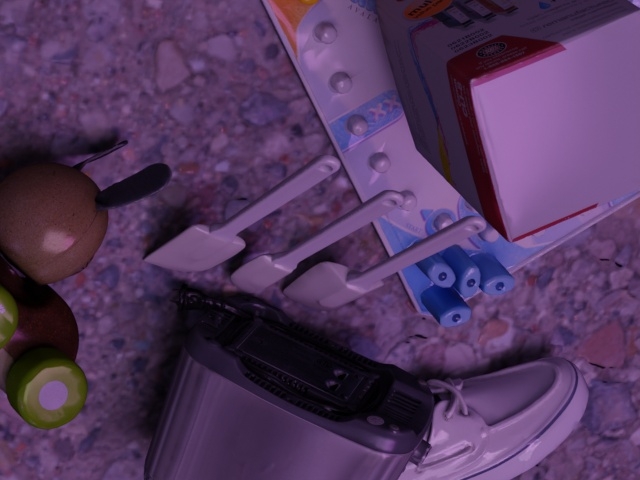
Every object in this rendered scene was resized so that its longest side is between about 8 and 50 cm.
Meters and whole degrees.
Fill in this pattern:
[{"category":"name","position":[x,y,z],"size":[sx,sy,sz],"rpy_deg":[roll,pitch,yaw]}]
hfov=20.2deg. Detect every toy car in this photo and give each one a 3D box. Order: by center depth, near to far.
[{"category":"toy car","position":[-0.185,0.007,1.237],"size":[0.188,0.155,0.149],"rpy_deg":[-45,124,-10]}]

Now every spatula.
[{"category":"spatula","position":[0.000,0.000,1.281],"size":[0.168,0.019,0.242],"rpy_deg":[21,152,-25]}]

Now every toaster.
[{"category":"toaster","position":[-0.036,0.145,1.349],"size":[0.227,0.129,0.146],"rpy_deg":[25,112,7]}]

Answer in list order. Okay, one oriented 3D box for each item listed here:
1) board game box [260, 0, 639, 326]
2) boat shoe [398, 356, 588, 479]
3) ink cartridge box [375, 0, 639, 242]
[{"category":"board game box","position":[0.179,-0.168,1.338],"size":[0.390,0.050,0.390],"rpy_deg":[-30,123,-4]},{"category":"boat shoe","position":[0.095,0.157,1.450],"size":[0.258,0.095,0.084],"rpy_deg":[-31,128,-6]},{"category":"ink cartridge box","position":[0.135,-0.106,1.218],"size":[0.128,0.176,0.127],"rpy_deg":[-24,120,-9]}]
